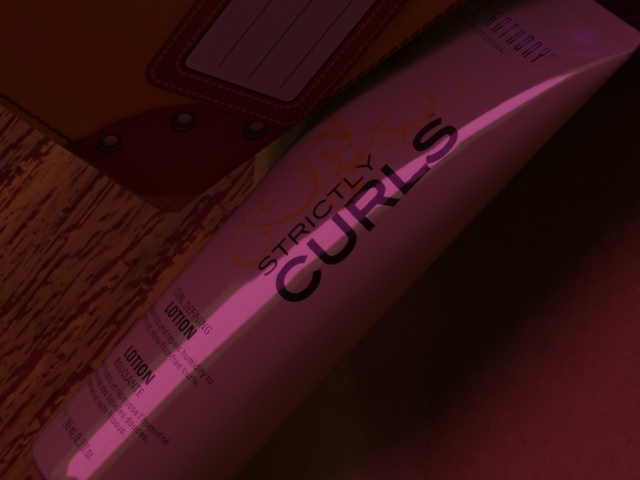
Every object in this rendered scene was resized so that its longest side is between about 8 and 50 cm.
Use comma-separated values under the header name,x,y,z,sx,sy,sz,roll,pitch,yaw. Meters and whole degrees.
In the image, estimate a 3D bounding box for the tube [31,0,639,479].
name,x,y,z,sx,sy,sz,roll,pitch,yaw
tube,0.000,0.000,0.628,0.240,0.070,0.062,-48,-3,6

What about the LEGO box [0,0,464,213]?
name,x,y,z,sx,sy,sz,roll,pitch,yaw
LEGO box,0.043,-0.311,0.614,0.500,0.193,0.372,-35,49,18

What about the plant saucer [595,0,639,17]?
name,x,y,z,sx,sy,sz,roll,pitch,yaw
plant saucer,0.117,-0.156,0.630,0.168,0.029,0.168,-24,50,32

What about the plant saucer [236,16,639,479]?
name,x,y,z,sx,sy,sz,roll,pitch,yaw
plant saucer,0.120,0.018,0.601,0.333,0.081,0.333,-20,53,36
